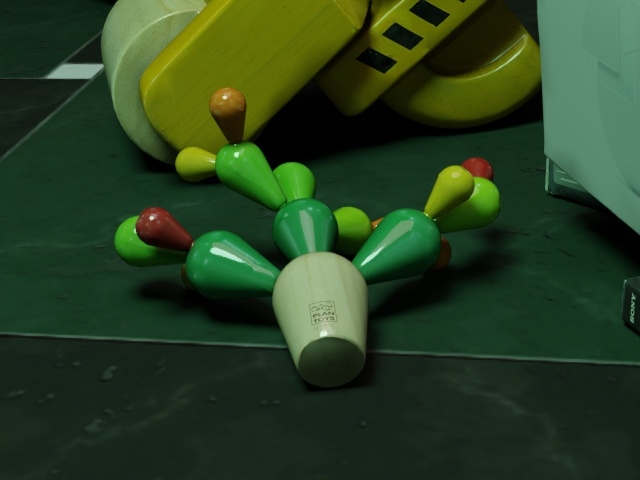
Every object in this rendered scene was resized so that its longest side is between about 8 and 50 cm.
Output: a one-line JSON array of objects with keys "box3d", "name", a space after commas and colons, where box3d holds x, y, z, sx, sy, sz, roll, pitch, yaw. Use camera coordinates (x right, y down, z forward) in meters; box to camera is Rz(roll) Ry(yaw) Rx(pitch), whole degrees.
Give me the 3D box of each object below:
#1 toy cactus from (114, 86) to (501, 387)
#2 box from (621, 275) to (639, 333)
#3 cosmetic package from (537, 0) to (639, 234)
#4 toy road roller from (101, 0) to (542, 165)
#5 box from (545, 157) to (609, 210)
[{"box3d": [0.000, 0.000, 0.655, 0.219, 0.112, 0.180, 2, 34, -9], "name": "toy cactus"}, {"box3d": [0.236, 0.050, 0.581, 0.116, 0.029, 0.162, -12, 25, -17], "name": "box"}, {"box3d": [0.213, -0.114, 0.600, 0.138, 0.224, 0.224, -19, 33, -11], "name": "cosmetic package"}, {"box3d": [0.019, -0.158, 0.918, 0.329, 0.240, 0.202, -41, 26, 6], "name": "toy road roller"}, {"box3d": [0.282, -0.051, 0.764, 0.175, 0.051, 0.220, -24, 32, -37], "name": "box"}]
